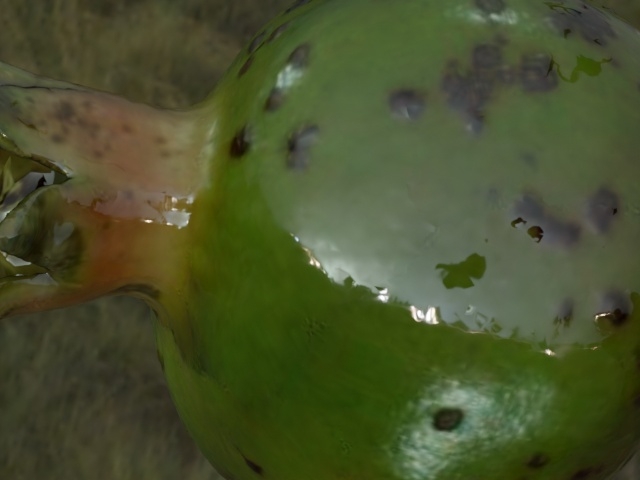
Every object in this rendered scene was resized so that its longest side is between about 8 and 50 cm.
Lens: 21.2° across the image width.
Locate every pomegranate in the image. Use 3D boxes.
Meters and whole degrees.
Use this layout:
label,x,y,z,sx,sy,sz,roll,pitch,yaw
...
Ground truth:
label,x,y,z,sx,sy,sz,roll,pitch,yaw
pomegranate,0.014,-0.005,0.604,0.286,0.231,0.231,22,16,-40
